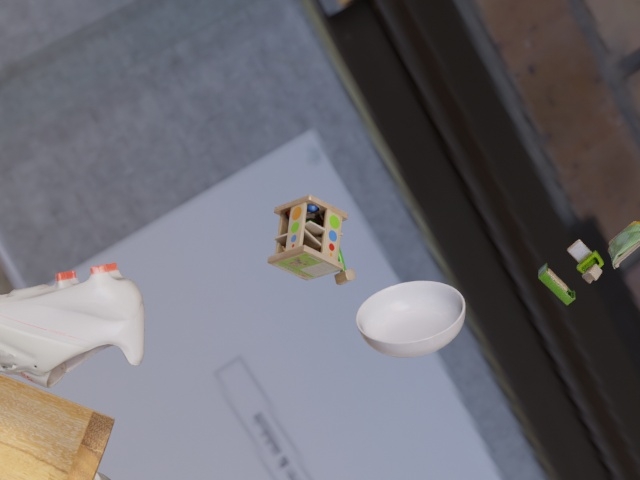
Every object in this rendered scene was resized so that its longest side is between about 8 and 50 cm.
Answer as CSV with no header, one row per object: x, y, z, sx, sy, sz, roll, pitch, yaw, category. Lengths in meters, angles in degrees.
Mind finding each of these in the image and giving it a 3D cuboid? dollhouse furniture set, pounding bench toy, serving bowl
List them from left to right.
0.000,0.000,1.484,0.083,0.065,0.052,26,149,-36,pounding bench toy
0.070,0.064,1.173,0.083,0.083,0.027,26,136,49,serving bowl
0.373,0.016,2.132,0.058,0.152,0.076,45,-162,-7,dollhouse furniture set

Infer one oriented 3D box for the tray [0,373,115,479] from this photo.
-0.273,0.114,0.906,0.203,0.076,0.411,24,163,-16,tray

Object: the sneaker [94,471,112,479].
-0.221,0.354,1.628,0.099,0.121,0.262,-34,44,30,sneaker

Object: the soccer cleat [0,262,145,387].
-0.215,0.069,1.074,0.068,0.196,0.076,-10,-92,-78,soccer cleat
